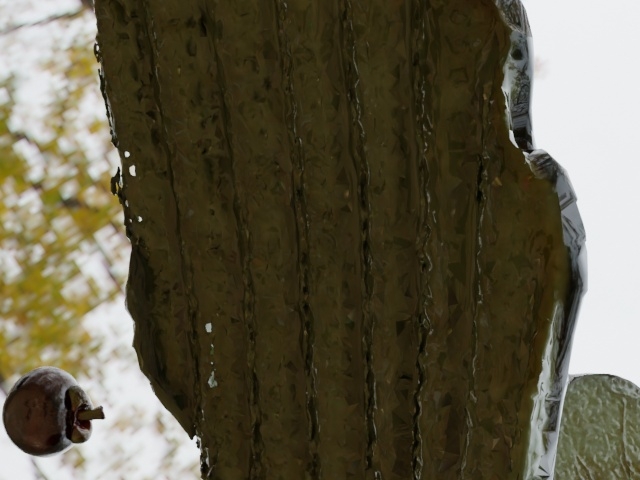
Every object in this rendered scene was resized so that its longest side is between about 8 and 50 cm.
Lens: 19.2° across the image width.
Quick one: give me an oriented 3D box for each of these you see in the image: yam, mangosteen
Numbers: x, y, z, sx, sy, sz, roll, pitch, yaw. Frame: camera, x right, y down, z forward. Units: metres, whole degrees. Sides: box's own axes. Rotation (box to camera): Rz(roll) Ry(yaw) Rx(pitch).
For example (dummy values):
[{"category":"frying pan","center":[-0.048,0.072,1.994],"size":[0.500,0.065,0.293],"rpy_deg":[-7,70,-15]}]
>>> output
[{"category":"yam","center":[0.124,0.137,1.242],"size":[0.183,0.107,0.107],"rpy_deg":[-9,-72,47]},{"category":"mangosteen","center":[-0.237,0.152,1.647],"size":[0.081,0.081,0.081],"rpy_deg":[15,-60,27]}]

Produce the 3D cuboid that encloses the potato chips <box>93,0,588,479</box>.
[{"category":"potato chips","center":[0.000,0.000,0.991],"size":[0.358,0.070,0.429],"rpy_deg":[7,-76,50]}]
